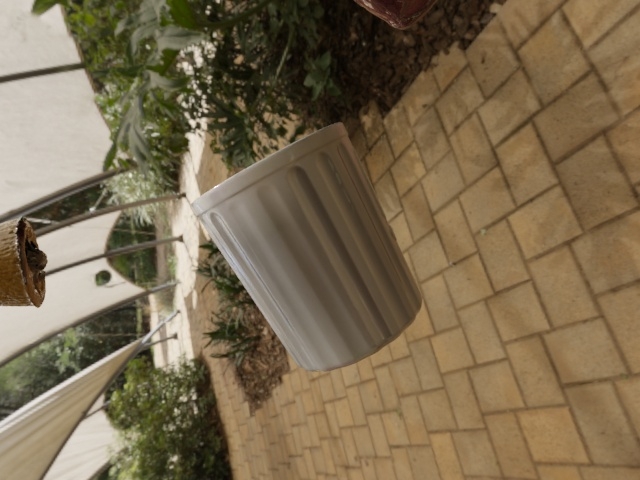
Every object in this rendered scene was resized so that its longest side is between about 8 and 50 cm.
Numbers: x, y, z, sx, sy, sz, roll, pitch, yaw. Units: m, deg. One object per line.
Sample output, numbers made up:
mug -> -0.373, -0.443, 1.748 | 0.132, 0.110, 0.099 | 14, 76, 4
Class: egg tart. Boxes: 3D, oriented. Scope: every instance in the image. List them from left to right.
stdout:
egg tart -> -0.708, 0.059, 0.984 | 0.215, 0.171, 0.215 | 40, 136, 55

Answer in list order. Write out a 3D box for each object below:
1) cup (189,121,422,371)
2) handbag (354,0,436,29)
cup -> 0.009, -0.003, 0.463 | 0.167, 0.221, 0.201 | -20, 102, 45
handbag -> 0.099, -0.352, 0.448 | 0.225, 0.135, 0.146 | -43, 50, 24
